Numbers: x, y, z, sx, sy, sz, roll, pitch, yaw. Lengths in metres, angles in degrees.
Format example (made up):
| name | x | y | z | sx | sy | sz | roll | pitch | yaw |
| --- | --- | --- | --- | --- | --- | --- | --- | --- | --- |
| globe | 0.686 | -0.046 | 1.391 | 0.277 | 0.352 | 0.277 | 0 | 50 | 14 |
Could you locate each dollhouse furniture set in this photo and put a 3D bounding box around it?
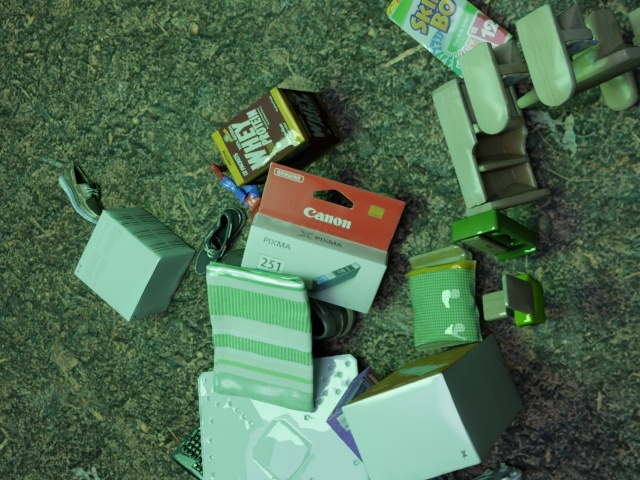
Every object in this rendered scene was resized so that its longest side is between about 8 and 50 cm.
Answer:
| name | x | y | z | sx | sy | sz | roll | pitch | yaw |
| --- | --- | --- | --- | --- | --- | --- | --- | --- | --- |
| dollhouse furniture set | 0.257 | 0.088 | 1.514 | 0.302 | 0.151 | 0.197 | -19 | 62 | 41 |
| dollhouse furniture set | 0.409 | -0.218 | 1.365 | 0.394 | 0.362 | 0.256 | -21 | 84 | 55 |

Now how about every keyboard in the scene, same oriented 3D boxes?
| name | x | y | z | sx | sy | sz | roll | pitch | yaw |
| --- | --- | --- | --- | --- | --- | --- | --- | --- | --- |
| keyboard | -0.235 | 0.605 | 1.905 | 0.317 | 0.033 | 0.201 | 30 | 77 | 21 |

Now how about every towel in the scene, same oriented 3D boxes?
| name | x | y | z | sx | sy | sz | roll | pitch | yaw |
| --- | --- | --- | --- | --- | --- | --- | --- | --- | --- |
| towel | -0.133 | 0.213 | 1.702 | 0.248 | 0.038 | 0.324 | 8 | 115 | 20 |

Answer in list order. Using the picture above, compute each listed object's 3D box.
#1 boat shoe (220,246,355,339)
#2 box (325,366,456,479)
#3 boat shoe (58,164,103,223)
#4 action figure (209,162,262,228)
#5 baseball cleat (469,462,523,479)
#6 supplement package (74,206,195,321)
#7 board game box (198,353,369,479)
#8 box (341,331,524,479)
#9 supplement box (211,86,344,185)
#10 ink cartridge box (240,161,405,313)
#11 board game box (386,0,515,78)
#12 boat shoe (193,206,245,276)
| name | x | y | z | sx | sy | sz | roll | pitch | yaw |
| --- | --- | --- | --- | --- | --- | --- | --- | --- | --- |
| boat shoe | -0.092 | 0.113 | 1.769 | 0.356 | 0.130 | 0.132 | 23 | 107 | 23 |
| box | 0.153 | 0.421 | 1.611 | 0.057 | 0.201 | 0.293 | -42 | 89 | 24 |
| boat shoe | -0.614 | -0.122 | 2.043 | 0.183 | 0.066 | 0.066 | 48 | 112 | 14 |
| action figure | -0.133 | -0.096 | 1.801 | 0.091 | 0.139 | 0.280 | -54 | 50 | 25 |
| baseball cleat | 0.348 | 0.540 | 1.642 | 0.206 | 0.072 | 0.109 | -29 | 96 | 31 |
| supplement package | -0.458 | 0.054 | 1.937 | 0.203 | 0.149 | 0.194 | 37 | 111 | 18 |
| board game box | -0.080 | 0.473 | 1.765 | 0.390 | 0.050 | 0.389 | -10 | 76 | 17 |
| box | 0.228 | 0.320 | 1.512 | 0.215 | 0.345 | 0.168 | -25 | 84 | 26 |
| supplement box | -0.089 | -0.221 | 1.694 | 0.191 | 0.194 | 0.129 | -31 | 82 | 26 |
| ink cartridge box | 0.000 | 0.000 | 1.646 | 0.296 | 0.066 | 0.261 | 16 | 123 | -2 |
| board game box | 0.254 | -0.438 | 1.587 | 0.259 | 0.039 | 0.124 | 45 | 112 | 18 |
| boat shoe | -0.256 | 0.006 | 1.877 | 0.075 | 0.065 | 0.206 | 42 | 112 | 17 |
